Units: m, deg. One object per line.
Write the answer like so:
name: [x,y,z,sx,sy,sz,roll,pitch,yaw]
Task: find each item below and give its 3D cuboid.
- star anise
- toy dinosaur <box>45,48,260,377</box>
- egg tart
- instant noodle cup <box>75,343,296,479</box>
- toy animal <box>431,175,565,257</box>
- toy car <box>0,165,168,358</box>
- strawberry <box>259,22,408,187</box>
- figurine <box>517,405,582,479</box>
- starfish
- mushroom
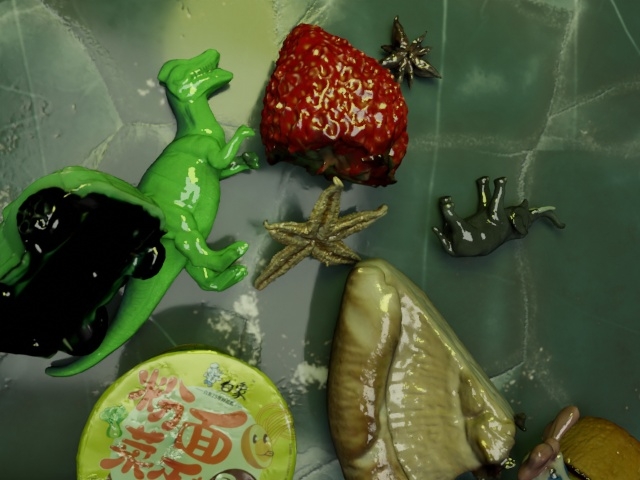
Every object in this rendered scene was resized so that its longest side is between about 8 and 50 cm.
star anise: [0.163,-0.320,1.066,0.129,0.056,0.124,29,86,-12]
toy dinosaur: [-0.303,-0.048,0.960,0.500,0.144,0.374,-29,84,0]
egg tart: [0.497,0.432,1.107,0.171,0.215,0.215,-40,100,-22]
instant noodle cup: [-0.202,0.300,0.932,0.311,0.221,0.311,0,92,-11]
toy animal: [0.325,-0.050,1.103,0.269,0.082,0.137,-17,99,-15]
toy car: [-0.395,0.042,0.844,0.359,0.213,0.176,-48,58,9]
strawberry: [0.026,-0.212,0.945,0.261,0.261,0.258,18,86,-12]
figurine: [0.353,0.468,1.031,0.193,0.421,0.154,39,43,24]
starfish: [0.003,0.004,0.987,0.231,0.295,0.048,4,48,-38]
mushroom: [0.116,0.243,1.029,0.313,0.224,0.397,-35,87,10]
